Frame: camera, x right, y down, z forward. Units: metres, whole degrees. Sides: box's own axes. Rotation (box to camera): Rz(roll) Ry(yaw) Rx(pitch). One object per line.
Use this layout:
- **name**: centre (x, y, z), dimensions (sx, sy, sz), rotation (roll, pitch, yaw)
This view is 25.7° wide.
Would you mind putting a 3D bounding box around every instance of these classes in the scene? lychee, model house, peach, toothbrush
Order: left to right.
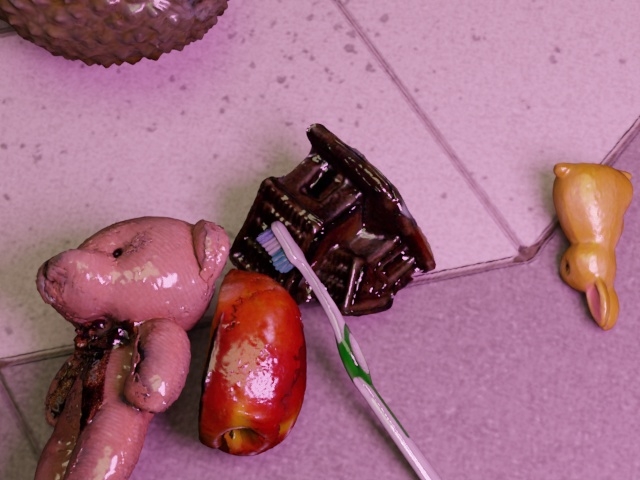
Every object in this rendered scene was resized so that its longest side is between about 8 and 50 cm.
- **lychee**: centre (-0.216, -0.298, 1.399), dimensions (0.255, 0.255, 0.274), rotation (-38, 57, -15)
- **peach**: centre (-0.056, 0.111, 1.267), dimensions (0.093, 0.127, 0.172), rotation (11, 69, 4)
- **model house**: centre (0.005, 0.004, 1.331), dimensions (0.152, 0.106, 0.165), rotation (-42, 67, -18)
- **toothbrush**: centre (0.035, 0.113, 1.277), dimensions (0.030, 0.030, 0.304), rotation (-33, 85, -13)

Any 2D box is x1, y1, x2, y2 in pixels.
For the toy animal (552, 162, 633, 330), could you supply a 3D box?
- **toy animal**: centre (0.257, 0.007, 1.347), dimensions (0.083, 0.070, 0.159), rotation (11, 74, -38)

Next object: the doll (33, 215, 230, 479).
- **doll**: centre (-0.201, 0.102, 1.235), dimensions (0.156, 0.201, 0.303), rotation (39, 54, -30)
